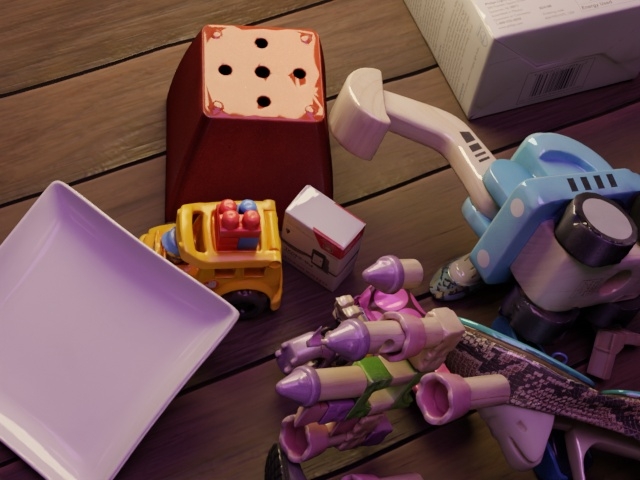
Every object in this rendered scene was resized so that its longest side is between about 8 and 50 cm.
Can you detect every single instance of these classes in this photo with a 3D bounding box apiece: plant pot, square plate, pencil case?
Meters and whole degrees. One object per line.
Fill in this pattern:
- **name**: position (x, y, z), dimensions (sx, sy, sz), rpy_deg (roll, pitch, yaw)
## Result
- **plant pot**: position (-0.104, -0.191, 1.976), dimensions (0.267, 0.236, 0.267), rpy_deg (1, 58, -8)
- **square plate**: position (-0.349, 0.142, 1.793), dimensions (0.347, 0.049, 0.344), rpy_deg (35, 79, 13)
- **pencil case**: position (0.130, 0.156, 1.888), dimensions (0.098, 0.095, 0.209), rpy_deg (-3, 49, -53)

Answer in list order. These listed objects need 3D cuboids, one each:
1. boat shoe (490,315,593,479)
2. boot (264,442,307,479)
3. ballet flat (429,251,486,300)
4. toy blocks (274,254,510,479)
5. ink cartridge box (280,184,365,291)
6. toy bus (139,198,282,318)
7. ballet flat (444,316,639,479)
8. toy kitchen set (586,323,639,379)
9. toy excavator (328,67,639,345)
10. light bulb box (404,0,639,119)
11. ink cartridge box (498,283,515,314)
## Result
- **boat shoe**: position (0.326, 0.232, 1.882), dimensions (0.089, 0.109, 0.258), rpy_deg (-11, 77, -24)
- **boot**: position (0.023, 0.389, 1.746), dimensions (0.161, 0.083, 0.246), rpy_deg (-6, 61, -25)
- **ballet flat**: position (0.255, 0.035, 1.998), dimensions (0.188, 0.070, 0.070), rpy_deg (-26, 66, -22)
- **toy blocks**: position (0.026, 0.185, 1.680), dimensions (0.260, 0.288, 0.309), rpy_deg (-2, 47, -40)
- **ink cartridge box**: position (0.000, 0.000, 1.927), dimensions (0.109, 0.150, 0.063), rpy_deg (34, 63, 12)
- **toy bus**: position (-0.159, 0.010, 1.859), dimensions (0.220, 0.211, 0.149), rpy_deg (-2, 61, -9)
- **ballet flat**: position (0.364, 0.257, 1.743), dimensions (0.483, 0.164, 0.182), rpy_deg (19, 77, -7)
- **toy kitchen set**: position (0.446, 0.170, 1.971), dimensions (0.083, 0.075, 0.068), rpy_deg (7, 9, -43)
- **toy excavator**: position (0.273, -0.079, 1.893), dimensions (0.433, 0.222, 0.445), rpy_deg (-6, 50, -35)
- **light bulb box**: position (0.358, -0.450, 2.218), dimensions (0.358, 0.225, 0.361), rpy_deg (-14, 61, -17)
- **ink cartridge box**: position (0.378, 0.060, 2.013), dimensions (0.097, 0.046, 0.207), rpy_deg (33, 59, 12)
